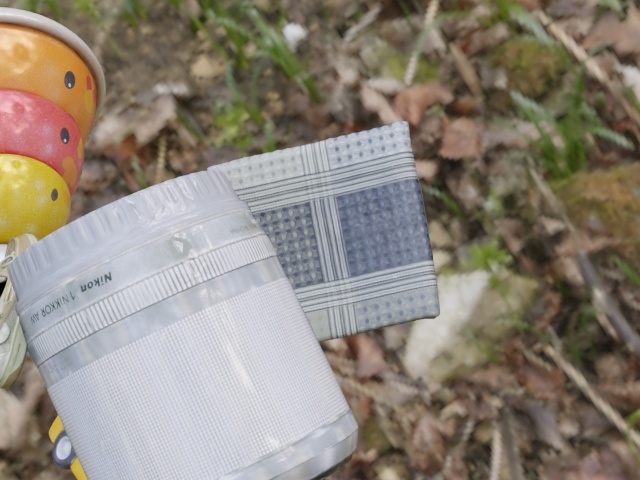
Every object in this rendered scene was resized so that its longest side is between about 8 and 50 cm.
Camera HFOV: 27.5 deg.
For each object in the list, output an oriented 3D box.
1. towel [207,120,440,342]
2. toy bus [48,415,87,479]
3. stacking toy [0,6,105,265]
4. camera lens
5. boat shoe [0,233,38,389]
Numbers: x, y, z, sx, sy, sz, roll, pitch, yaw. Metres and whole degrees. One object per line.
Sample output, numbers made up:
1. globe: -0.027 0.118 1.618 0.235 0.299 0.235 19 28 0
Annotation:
1. towel: 0.000 0.000 1.950 0.324 0.312 0.056 -12 -14 9
2. toy bus: -0.195 0.285 1.537 0.130 0.108 0.333 -57 43 7
3. stacking toy: -0.469 -0.067 1.906 0.350 0.350 0.480 -28 54 20
4. camera lens: -0.111 0.107 1.081 0.219 0.274 0.219 -25 -4 -2
5. boat shoe: -0.279 0.056 1.144 0.056 0.048 0.153 -41 38 48
